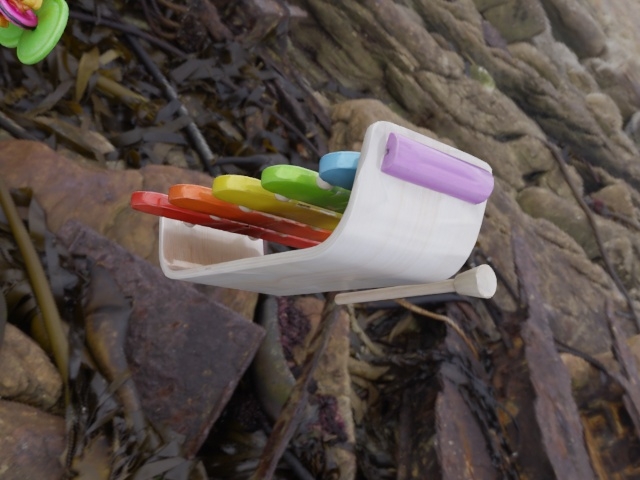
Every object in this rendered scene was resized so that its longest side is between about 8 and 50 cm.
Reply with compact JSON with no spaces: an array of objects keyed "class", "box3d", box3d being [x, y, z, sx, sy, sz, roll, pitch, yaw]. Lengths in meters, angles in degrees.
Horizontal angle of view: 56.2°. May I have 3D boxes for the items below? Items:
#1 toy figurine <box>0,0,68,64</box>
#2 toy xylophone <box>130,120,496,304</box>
[{"class":"toy figurine","box3d":[-0.323,-0.261,0.540,0.159,0.130,0.173,30,30,-51]},{"class":"toy xylophone","box3d":[0.000,0.000,0.508,0.236,0.323,0.081,17,73,-45]}]
